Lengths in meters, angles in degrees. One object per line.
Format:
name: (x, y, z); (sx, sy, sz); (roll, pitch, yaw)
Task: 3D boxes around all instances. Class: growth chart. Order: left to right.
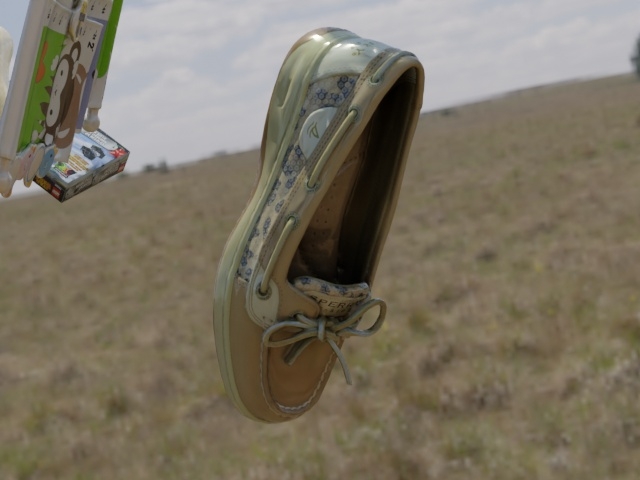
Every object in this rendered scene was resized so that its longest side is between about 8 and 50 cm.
growth chart: (-0.182, -0.123, 0.996); (0.021, 0.172, 0.237); (14, 14, 3)

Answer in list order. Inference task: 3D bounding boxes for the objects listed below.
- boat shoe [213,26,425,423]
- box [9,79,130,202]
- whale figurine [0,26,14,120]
boat shoe: (0.000, 0.000, 0.967); (0.104, 0.285, 0.089); (-3, 19, -44)
box: (-0.260, -0.097, 1.316); (0.094, 0.137, 0.027); (-35, -23, -51)
whale figurine: (-0.352, -0.107, 0.992); (0.272, 0.216, 0.141); (1, -27, -32)
